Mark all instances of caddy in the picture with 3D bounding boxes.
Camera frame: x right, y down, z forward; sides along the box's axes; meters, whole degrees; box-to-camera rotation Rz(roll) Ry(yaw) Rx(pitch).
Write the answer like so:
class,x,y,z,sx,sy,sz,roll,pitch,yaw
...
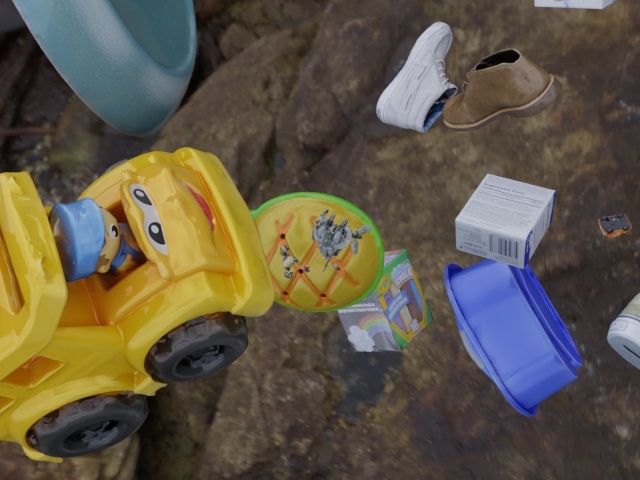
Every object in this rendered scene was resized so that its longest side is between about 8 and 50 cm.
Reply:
class,x,y,z,sx,sy,sz,roll,pitch,yaw
caddy,0.367,0.179,1.886,0.179,0.241,0.341,-32,84,21

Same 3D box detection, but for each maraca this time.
class,x,y,z,sx,sy,sz,roll,pitch,yaw
maraca,-0.028,0.012,0.948,0.185,0.099,0.127,2,108,13

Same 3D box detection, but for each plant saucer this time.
class,x,y,z,sx,sy,sz,roll,pitch,yaw
plant saucer,-0.159,-0.232,0.680,0.043,0.317,0.317,-17,67,11

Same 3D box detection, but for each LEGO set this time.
class,x,y,z,sx,sy,sz,roll,pitch,yaw
LEGO set,0.000,0.003,0.766,0.083,0.023,0.054,-38,55,12

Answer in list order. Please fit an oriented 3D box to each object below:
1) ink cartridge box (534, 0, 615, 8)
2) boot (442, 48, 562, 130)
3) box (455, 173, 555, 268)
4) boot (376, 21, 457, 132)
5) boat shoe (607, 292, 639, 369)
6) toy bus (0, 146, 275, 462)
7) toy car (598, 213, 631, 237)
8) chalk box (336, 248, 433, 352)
class,x,y,z,sx,sy,sz,roll,pitch,yaw
ink cartridge box,0.427,-0.419,1.577,0.122,0.052,0.088,15,33,37
boot,0.297,-0.275,1.709,0.115,0.305,0.112,40,72,-17
box,0.310,-0.034,1.599,0.126,0.072,0.137,17,48,27
boot,0.230,-0.327,1.940,0.123,0.095,0.258,25,74,29
boat shoe,0.566,0.195,1.409,0.302,0.109,0.094,39,74,-4
toy bus,-0.172,0.026,0.576,0.220,0.211,0.149,-35,61,19
toy car,0.552,0.005,1.721,0.060,0.040,0.122,-25,64,-18
chalk box,0.110,0.101,1.913,0.132,0.132,0.213,-7,111,43
